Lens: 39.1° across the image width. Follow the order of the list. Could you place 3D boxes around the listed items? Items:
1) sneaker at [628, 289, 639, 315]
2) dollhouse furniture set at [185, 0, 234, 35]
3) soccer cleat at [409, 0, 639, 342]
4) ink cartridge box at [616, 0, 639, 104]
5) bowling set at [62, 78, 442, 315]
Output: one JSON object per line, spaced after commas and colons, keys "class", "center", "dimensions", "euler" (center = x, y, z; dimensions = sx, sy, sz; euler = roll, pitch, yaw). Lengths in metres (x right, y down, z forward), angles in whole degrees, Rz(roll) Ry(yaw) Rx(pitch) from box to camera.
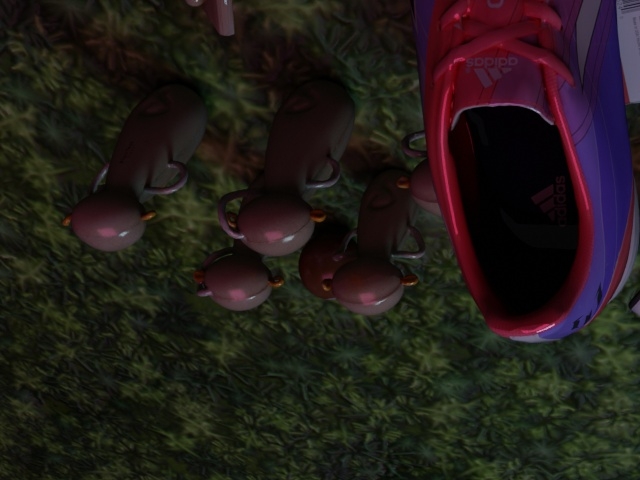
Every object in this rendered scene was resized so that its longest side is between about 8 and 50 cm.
{"class": "sneaker", "center": [0.323, 0.007, 0.506], "dimensions": [0.178, 0.124, 0.295], "euler": [41, 144, 14]}
{"class": "dollhouse furniture set", "center": [-0.146, -0.184, 0.494], "dimensions": [0.151, 0.144, 0.123], "euler": [-18, 137, -16]}
{"class": "soccer cleat", "center": [0.089, -0.108, 0.427], "dimensions": [0.109, 0.116, 0.318], "euler": [-7, 97, 24]}
{"class": "ink cartridge box", "center": [0.201, -0.135, 0.492], "dimensions": [0.135, 0.056, 0.099], "euler": [-7, 131, 25]}
{"class": "bowling set", "center": [0.000, 0.000, 0.621], "dimensions": [0.287, 0.154, 0.199], "euler": [-3, 132, 21]}
